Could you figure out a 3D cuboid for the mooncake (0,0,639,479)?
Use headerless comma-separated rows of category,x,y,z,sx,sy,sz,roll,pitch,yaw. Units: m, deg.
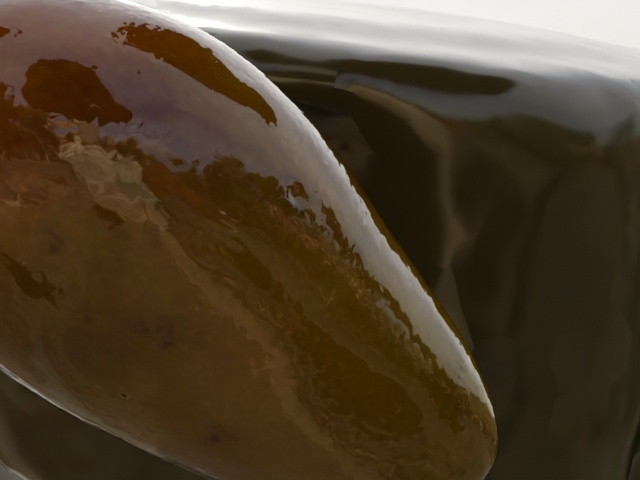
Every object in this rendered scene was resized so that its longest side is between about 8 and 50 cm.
mooncake,0.000,0.000,0.886,0.467,0.262,0.467,9,11,-2

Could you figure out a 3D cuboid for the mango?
mango,-0.044,0.007,0.543,0.138,0.253,0.113,-49,11,34
